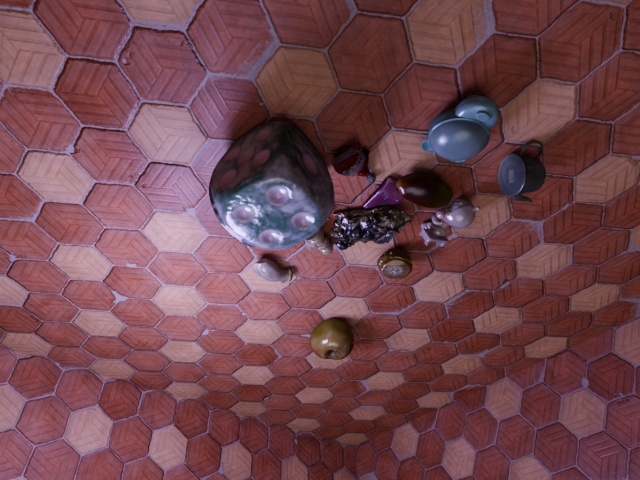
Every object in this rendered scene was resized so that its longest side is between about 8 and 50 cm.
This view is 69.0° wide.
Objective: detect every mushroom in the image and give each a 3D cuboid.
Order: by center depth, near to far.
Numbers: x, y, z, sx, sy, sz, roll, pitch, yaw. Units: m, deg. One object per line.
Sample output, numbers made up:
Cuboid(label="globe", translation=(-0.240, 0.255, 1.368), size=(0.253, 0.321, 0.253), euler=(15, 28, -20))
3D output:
Cuboid(label="mushroom", translation=(-0.224, 0.144, 2.189), size=(0.213, 0.088, 0.097), euler=(23, 99, -32))

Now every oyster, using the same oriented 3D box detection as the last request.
Cuboid(label="oyster", translation=(0.220, -0.038, 2.002), size=(0.361, 0.096, 0.221), euler=(-5, 146, 12))

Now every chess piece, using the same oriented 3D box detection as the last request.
Cuboid(label="chess piece", translation=(0.000, 0.000, 2.054), size=(0.094, 0.094, 0.170), euler=(-23, 140, 20))

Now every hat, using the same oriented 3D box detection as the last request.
Cuboid(label="hat", translation=(0.150, -0.282, 1.764), size=(0.140, 0.129, 0.227), euler=(-46, 141, 17))

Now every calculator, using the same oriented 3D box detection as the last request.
Cuboid(label="calculator", translation=(0.272, -0.174, 1.917), size=(0.127, 0.034, 0.190), euler=(20, 133, -24))

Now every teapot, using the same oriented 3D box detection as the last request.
Cuboid(label="teapot", translation=(0.793, -0.258, 1.780), size=(0.149, 0.162, 0.239), euler=(-2, 107, -13))

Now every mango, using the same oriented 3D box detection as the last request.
Cuboid(label="mango", translation=(0.422, -0.199, 1.842), size=(0.268, 0.111, 0.133), euler=(12, 109, -26))

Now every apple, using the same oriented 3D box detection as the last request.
Cuboid(label="apple", translation=(0.063, 0.541, 2.540), size=(0.261, 0.193, 0.260), euler=(0, 139, 0))

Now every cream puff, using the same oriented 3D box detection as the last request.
Cuboid(label="cream puff", translation=(0.344, 0.105, 2.152), size=(0.165, 0.115, 0.150), euler=(26, 123, -15))

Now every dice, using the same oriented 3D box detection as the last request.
Cuboid(label="dice", translation=(-0.170, -0.189, 1.666), size=(0.348, 0.330, 0.328), euler=(-27, 131, 21))

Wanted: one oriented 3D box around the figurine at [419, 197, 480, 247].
Cuboid(label="figurine", translation=(0.540, -0.084, 1.942), size=(0.182, 0.144, 0.256), euler=(24, 129, -24))

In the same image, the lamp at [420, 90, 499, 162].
Cuboid(label="lamp", translation=(0.497, -0.384, 1.623), size=(0.210, 0.147, 0.284), euler=(17, 132, -17))
